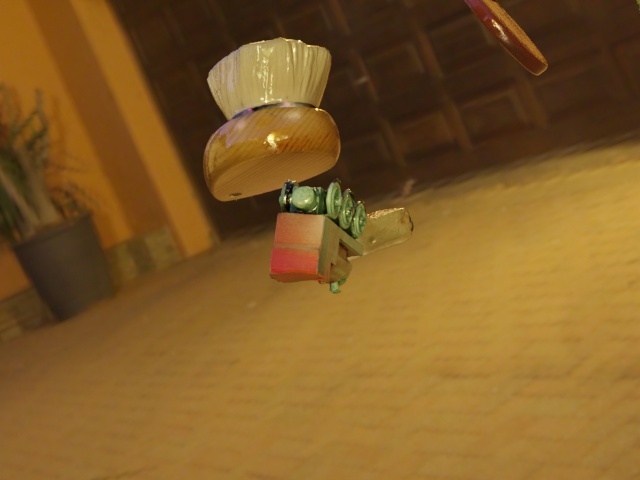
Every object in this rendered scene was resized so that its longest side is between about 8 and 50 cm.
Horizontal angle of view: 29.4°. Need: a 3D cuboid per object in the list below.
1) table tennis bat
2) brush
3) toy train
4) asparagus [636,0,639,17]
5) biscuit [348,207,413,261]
[{"bbox_3d":[0.264,-0.352,1.859,0.038,0.200,0.310,-42,26,17],"label":"table tennis bat"},{"bbox_3d":[-0.091,-0.163,1.732,0.174,0.166,0.266,0,-16,-37],"label":"brush"},{"bbox_3d":[0.000,0.000,1.333,0.074,0.118,0.176,3,-13,17],"label":"toy train"},{"bbox_3d":[0.393,-0.319,1.465,0.036,0.165,0.030,18,-27,-32],"label":"asparagus"},{"bbox_3d":[0.053,-0.002,1.778,0.188,0.056,0.052,-17,10,-33],"label":"biscuit"}]
